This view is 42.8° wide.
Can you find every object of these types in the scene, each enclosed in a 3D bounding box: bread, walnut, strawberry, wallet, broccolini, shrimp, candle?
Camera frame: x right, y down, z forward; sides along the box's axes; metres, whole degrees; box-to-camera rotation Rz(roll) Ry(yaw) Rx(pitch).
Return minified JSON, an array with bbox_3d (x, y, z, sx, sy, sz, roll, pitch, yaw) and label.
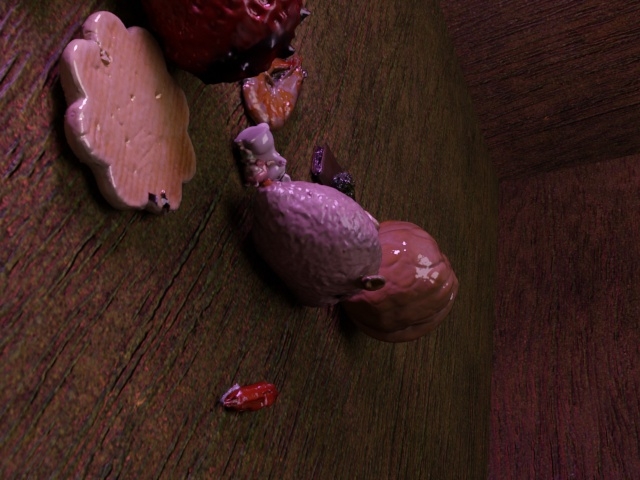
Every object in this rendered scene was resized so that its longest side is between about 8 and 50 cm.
[{"bbox_3d":[-0.283,-0.181,1.211,0.316,0.054,0.316,-10,90,-67],"label":"bread"},{"bbox_3d":[0.170,0.093,1.877,0.296,0.285,0.285,48,35,-73],"label":"walnut"},{"bbox_3d":[-0.161,-0.423,1.318,0.292,0.292,0.309,-55,134,-60],"label":"strawberry"},{"bbox_3d":[0.034,-0.135,1.968,0.198,0.031,0.110,56,31,-44],"label":"wallet"},{"bbox_3d":[0.087,-0.079,1.975,0.054,0.051,0.239,38,-15,44],"label":"broccolini"},{"bbox_3d":[-0.093,-0.336,1.731,0.154,0.062,0.294,62,29,-22],"label":"shrimp"},{"bbox_3d":[-0.121,0.266,1.389,0.053,0.048,0.162,53,18,18],"label":"candle"}]

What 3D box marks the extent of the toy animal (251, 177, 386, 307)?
[{"bbox_3d":[-0.002,-0.004,1.562,0.358,0.227,0.188,52,34,-48],"label":"toy animal"}]

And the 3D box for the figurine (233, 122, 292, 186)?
[{"bbox_3d":[-0.118,-0.144,1.587,0.098,0.081,0.146,-32,123,-20],"label":"figurine"}]
